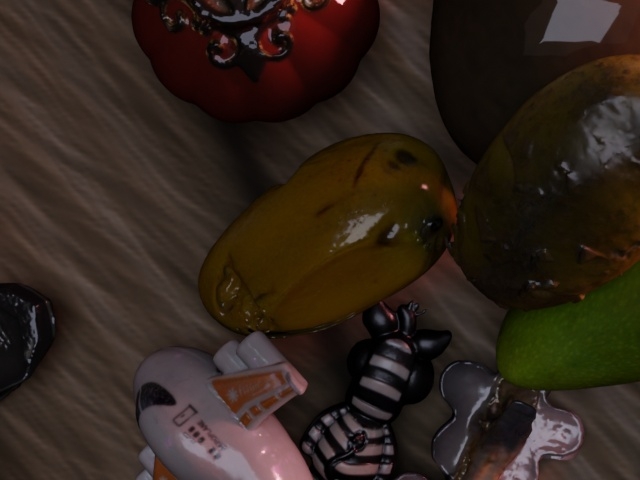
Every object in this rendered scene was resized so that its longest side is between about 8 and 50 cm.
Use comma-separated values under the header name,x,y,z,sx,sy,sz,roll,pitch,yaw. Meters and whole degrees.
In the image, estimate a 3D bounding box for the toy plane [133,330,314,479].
name,x,y,z,sx,sy,sz,roll,pitch,yaw
toy plane,-0.084,0.195,1.075,0.244,0.117,0.245,7,103,32

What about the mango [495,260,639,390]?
name,x,y,z,sx,sy,sz,roll,pitch,yaw
mango,0.302,0.029,1.025,0.343,0.192,0.156,-32,106,10

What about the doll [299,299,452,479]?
name,x,y,z,sx,sy,sz,roll,pitch,yaw
doll,0.045,0.155,1.115,0.091,0.067,0.219,25,96,5

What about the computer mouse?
name,x,y,z,sx,sy,sz,roll,pitch,yaw
computer mouse,-0.331,0.108,1.169,0.192,0.062,0.106,-34,84,11

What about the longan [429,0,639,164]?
name,x,y,z,sx,sy,sz,roll,pitch,yaw
longan,0.211,-0.172,1.030,0.246,0.215,0.246,20,124,33

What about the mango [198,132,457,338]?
name,x,y,z,sx,sy,sz,roll,pitch,yaw
mango,0.000,0.000,1.086,0.262,0.167,0.130,-32,121,15

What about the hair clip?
name,x,y,z,sx,sy,sz,roll,pitch,yaw
hair clip,0.143,0.220,1.099,0.146,0.075,0.257,25,98,-8

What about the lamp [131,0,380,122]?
name,x,y,z,sx,sy,sz,roll,pitch,yaw
lamp,-0.059,-0.216,1.074,0.227,0.227,0.227,0,87,8

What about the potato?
name,x,y,z,sx,sy,sz,roll,pitch,yaw
potato,0.198,-0.042,0.932,0.149,0.113,0.251,44,128,0
